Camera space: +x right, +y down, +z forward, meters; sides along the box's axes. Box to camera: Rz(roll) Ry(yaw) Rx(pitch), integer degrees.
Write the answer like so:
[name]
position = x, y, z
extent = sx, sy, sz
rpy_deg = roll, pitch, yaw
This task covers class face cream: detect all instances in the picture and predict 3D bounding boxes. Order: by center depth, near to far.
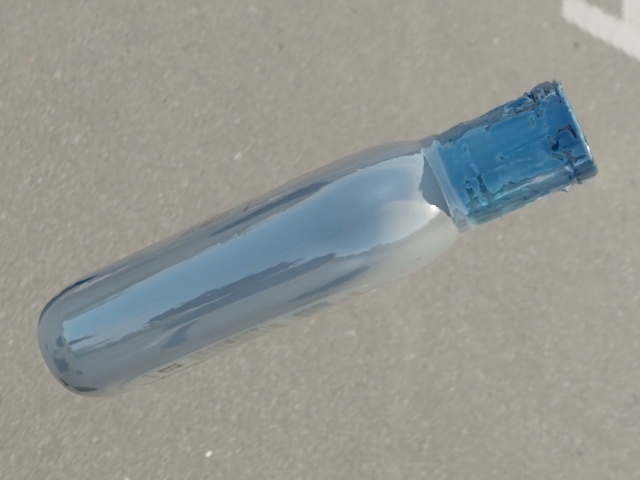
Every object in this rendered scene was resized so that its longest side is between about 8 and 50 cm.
[face cream]
position = 0.000, 0.000, 0.793
extent = 0.080, 0.337, 0.163
rpy_deg = 66, 14, 1
